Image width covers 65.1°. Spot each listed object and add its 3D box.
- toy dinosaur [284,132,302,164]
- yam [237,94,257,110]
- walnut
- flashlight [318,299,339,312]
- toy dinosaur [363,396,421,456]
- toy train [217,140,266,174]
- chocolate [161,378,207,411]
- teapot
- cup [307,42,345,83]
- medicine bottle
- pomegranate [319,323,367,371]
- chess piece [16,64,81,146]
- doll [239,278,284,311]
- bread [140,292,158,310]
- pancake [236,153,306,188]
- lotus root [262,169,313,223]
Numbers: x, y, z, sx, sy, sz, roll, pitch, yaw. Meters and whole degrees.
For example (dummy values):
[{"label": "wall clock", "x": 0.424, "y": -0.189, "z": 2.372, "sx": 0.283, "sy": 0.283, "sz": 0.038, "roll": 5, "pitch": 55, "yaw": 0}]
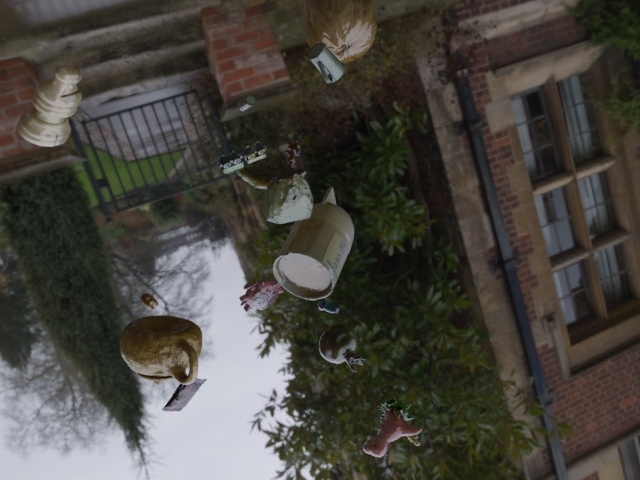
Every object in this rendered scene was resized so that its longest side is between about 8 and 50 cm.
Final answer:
[{"label": "toy dinosaur", "x": -0.096, "y": -0.348, "z": 1.887, "sx": 0.049, "sy": 0.055, "sz": 0.154, "roll": -8, "pitch": -126, "yaw": 37}, {"label": "yam", "x": -0.263, "y": -0.492, "z": 1.793, "sx": 0.043, "sy": 0.043, "sz": 0.094, "roll": -23, "pitch": -170, "yaw": -26}, {"label": "walnut", "x": 0.067, "y": -0.789, "z": 1.798, "sx": 0.277, "sy": 0.313, "sz": 0.252, "roll": 7, "pitch": 146, "yaw": -27}, {"label": "flashlight", "x": 0.038, "y": 0.310, "z": 2.343, "sx": 0.051, "sy": 0.051, "sz": 0.129, "roll": -26, "pitch": -157, "yaw": -36}, {"label": "toy dinosaur", "x": 0.239, "y": 0.623, "z": 1.664, "sx": 0.194, "sy": 0.152, "sz": 0.177, "roll": 1, "pitch": -149, "yaw": 4}, {"label": "toy train", "x": -0.307, "y": -0.327, "z": 1.983, "sx": 0.202, "sy": 0.060, "sz": 0.081, "roll": -23, "pitch": 159, "yaw": -10}, {"label": "chocolate", "x": -0.455, "y": 0.516, "z": 1.670, "sx": 0.182, "sy": 0.086, "sz": 0.028, "roll": -52, "pitch": -134, "yaw": 17}, {"label": "teapot", "x": -0.405, "y": 0.298, "z": 1.294, "sx": 0.311, "sy": 0.167, "sz": 0.203, "roll": 12, "pitch": -172, "yaw": 42}, {"label": "cup", "x": 0.009, "y": -0.413, "z": 1.187, "sx": 0.054, "sy": 0.083, "sz": 0.075, "roll": 14, "pitch": -105, "yaw": 45}, {"label": "medicine bottle", "x": 0.000, "y": 0.000, "z": 1.891, "sx": 0.235, "sy": 0.236, "sz": 0.406, "roll": -11, "pitch": -145, "yaw": 32}, {"label": "pomegranate", "x": 0.102, "y": 0.480, "z": 2.226, "sx": 0.181, "sy": 0.182, "sz": 0.224, "roll": -24, "pitch": -133, "yaw": -31}, {"label": "chess piece", "x": -0.809, "y": -0.418, "z": 1.519, "sx": 0.307, "sy": 0.138, "sz": 0.124, "roll": -37, "pitch": -152, "yaw": 42}, {"label": "doll", "x": -0.273, "y": 0.243, "z": 2.290, "sx": 0.211, "sy": 0.093, "sz": 0.262, "roll": -33, "pitch": 151, "yaw": -3}, {"label": "bread", "x": -0.690, "y": 0.245, "z": 2.015, "sx": 0.046, "sy": 0.081, "sz": 0.083, "roll": -40, "pitch": -143, "yaw": -11}, {"label": "pancake", "x": -0.254, "y": -0.350, "z": 2.466, "sx": 0.376, "sy": 0.198, "sz": 0.054, "roll": 4, "pitch": 156, "yaw": 2}, {"label": "lotus root", "x": -0.083, "y": -0.112, "z": 1.328, "sx": 0.143, "sy": 0.144, "sz": 0.070, "roll": -16, "pitch": -135, "yaw": -15}]
